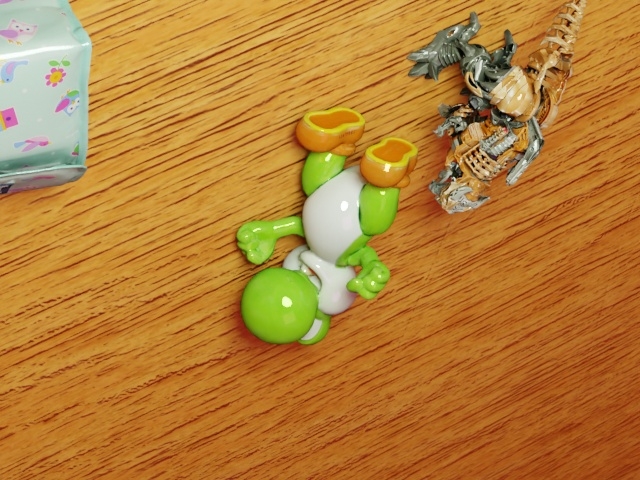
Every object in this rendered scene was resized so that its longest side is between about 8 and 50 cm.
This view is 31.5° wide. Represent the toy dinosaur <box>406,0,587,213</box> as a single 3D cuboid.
[{"bbox_3d":[0.250,-0.189,1.513,0.322,0.218,0.164,-39,135,3],"label":"toy dinosaur"}]

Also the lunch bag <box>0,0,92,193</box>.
[{"bbox_3d":[-0.371,-0.134,1.227,0.223,0.160,0.262,-14,142,-26],"label":"lunch bag"}]

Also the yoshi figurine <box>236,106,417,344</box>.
[{"bbox_3d":[-0.008,0.013,1.555,0.203,0.203,0.362,7,124,-17],"label":"yoshi figurine"}]
